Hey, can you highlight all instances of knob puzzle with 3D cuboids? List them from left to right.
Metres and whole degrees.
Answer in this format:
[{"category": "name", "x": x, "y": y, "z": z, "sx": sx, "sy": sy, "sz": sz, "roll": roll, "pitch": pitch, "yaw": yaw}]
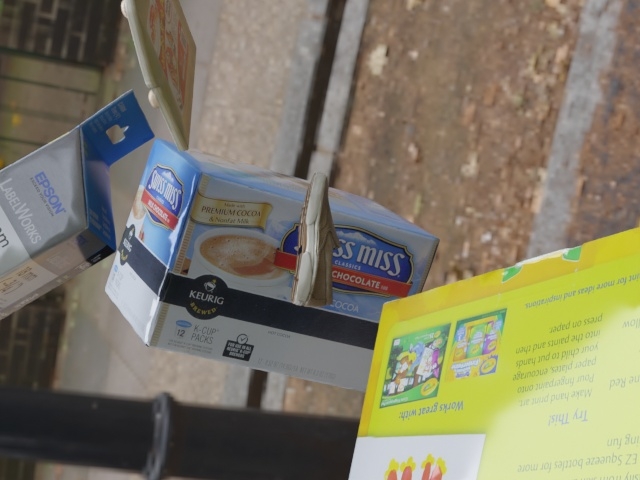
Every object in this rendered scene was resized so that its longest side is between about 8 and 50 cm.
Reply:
[{"category": "knob puzzle", "x": -0.163, "y": -0.206, "z": 1.200, "sx": 0.213, "sy": 0.030, "sz": 0.213, "roll": -11, "pitch": -90, "yaw": -81}]

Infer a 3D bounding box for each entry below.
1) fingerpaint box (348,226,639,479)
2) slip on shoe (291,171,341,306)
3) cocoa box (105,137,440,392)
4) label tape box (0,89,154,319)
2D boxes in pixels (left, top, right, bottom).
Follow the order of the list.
[{"category": "fingerpaint box", "x": 0.197, "y": 0.204, "z": 0.945, "sx": 0.445, "sy": 0.163, "sz": 0.371, "roll": -23, "pitch": 49, "yaw": 56}, {"category": "slip on shoe", "x": 0.000, "y": 0.000, "z": 1.281, "sx": 0.051, "sy": 0.041, "sz": 0.135, "roll": 137, "pitch": 141, "yaw": -76}, {"category": "cocoa box", "x": -0.066, "y": 0.032, "z": 1.670, "sx": 0.231, "sy": 0.347, "sz": 0.228, "roll": 36, "pitch": 109, "yaw": 64}, {"category": "label tape box", "x": -0.313, "y": -0.014, "z": 1.411, "sx": 0.106, "sy": 0.334, "sz": 0.240, "roll": 59, "pitch": 175, "yaw": 5}]
